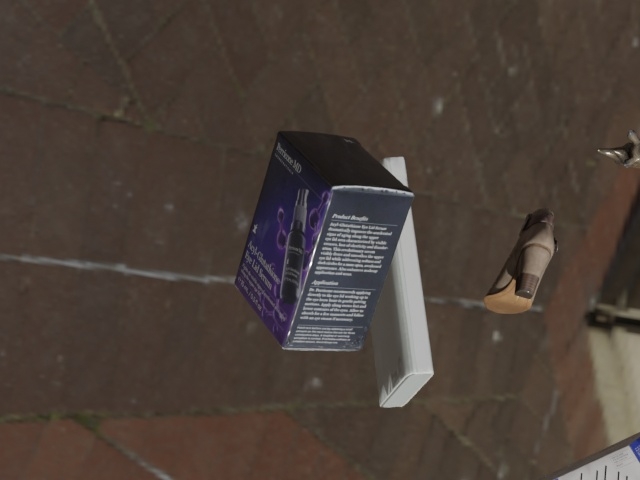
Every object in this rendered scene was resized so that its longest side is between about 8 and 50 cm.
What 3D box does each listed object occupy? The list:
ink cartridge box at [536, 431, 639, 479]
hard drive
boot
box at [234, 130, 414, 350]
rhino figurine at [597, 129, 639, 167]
[{"bbox_3d":[0.291,0.275,1.419,0.046,0.207,0.097,-26,81,-39],"label":"ink cartridge box"},{"bbox_3d":[0.102,0.063,1.923,0.203,0.040,0.308,114,-28,-68],"label":"hard drive"},{"bbox_3d":[0.196,0.019,1.315,0.118,0.042,0.087,139,-31,-70],"label":"boot"},{"bbox_3d":[0.000,0.000,1.541,0.108,0.153,0.207,3,115,-30],"label":"box"},{"bbox_3d":[0.513,-0.112,1.924,0.106,0.243,0.073,17,84,-80],"label":"rhino figurine"}]
